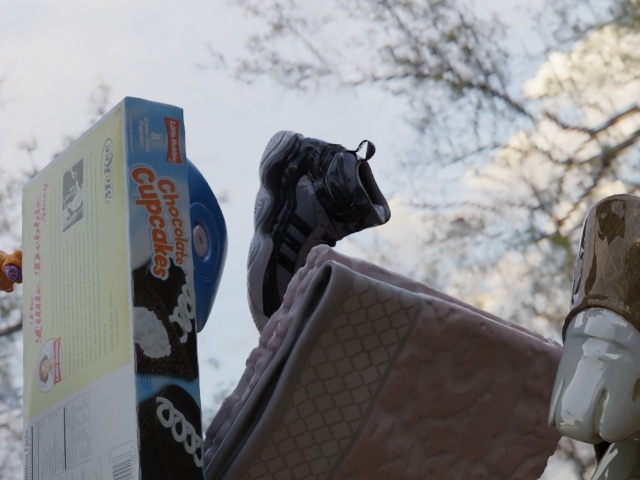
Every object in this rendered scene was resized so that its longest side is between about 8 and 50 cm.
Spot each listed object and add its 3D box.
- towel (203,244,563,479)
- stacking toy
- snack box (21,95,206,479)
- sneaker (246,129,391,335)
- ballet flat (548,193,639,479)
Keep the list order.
[{"bbox_3d":[0.043,0.195,1.106,0.317,0.053,0.331,24,-81,-35],"label":"towel"},{"bbox_3d":[-0.271,0.019,1.581,0.302,0.165,0.175,-7,-52,19],"label":"stacking toy"},{"bbox_3d":[-0.166,0.072,1.064,0.060,0.322,0.187,11,-26,-35],"label":"snack box"},{"bbox_3d":[0.000,0.000,1.663,0.153,0.268,0.101,3,-5,21],"label":"sneaker"},{"bbox_3d":[0.219,0.143,0.955,0.124,0.342,0.116,-28,25,-33],"label":"ballet flat"}]
